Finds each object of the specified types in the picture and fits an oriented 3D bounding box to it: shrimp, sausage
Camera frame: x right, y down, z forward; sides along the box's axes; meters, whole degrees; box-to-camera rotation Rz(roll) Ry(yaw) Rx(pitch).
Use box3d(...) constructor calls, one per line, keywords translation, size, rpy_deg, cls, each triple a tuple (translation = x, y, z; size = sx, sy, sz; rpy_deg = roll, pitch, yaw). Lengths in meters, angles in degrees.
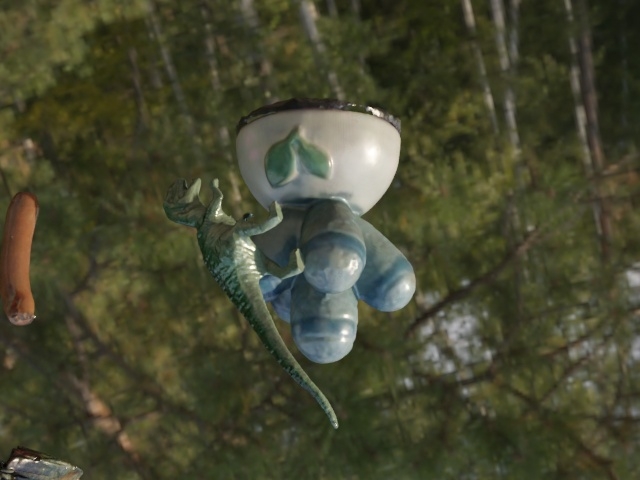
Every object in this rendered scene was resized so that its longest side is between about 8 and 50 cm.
box3d(translation=(-0.220, 0.149, 0.762), size=(0.091, 0.034, 0.161), rpy_deg=(-13, 157, 17), cls="shrimp")
box3d(translation=(-0.366, 0.020, 1.373), size=(0.047, 0.040, 0.177), rpy_deg=(1, -119, -8), cls="sausage")

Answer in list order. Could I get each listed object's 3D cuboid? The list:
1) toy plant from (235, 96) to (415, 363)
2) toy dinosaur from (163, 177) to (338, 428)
box3d(translation=(0.000, 0.000, 1.496), size=(0.247, 0.332, 0.247), rpy_deg=(0, 163, 0), cls="toy plant")
box3d(translation=(-0.060, 0.036, 1.355), size=(0.129, 0.383, 0.076), rpy_deg=(-46, 152, 16), cls="toy dinosaur")
